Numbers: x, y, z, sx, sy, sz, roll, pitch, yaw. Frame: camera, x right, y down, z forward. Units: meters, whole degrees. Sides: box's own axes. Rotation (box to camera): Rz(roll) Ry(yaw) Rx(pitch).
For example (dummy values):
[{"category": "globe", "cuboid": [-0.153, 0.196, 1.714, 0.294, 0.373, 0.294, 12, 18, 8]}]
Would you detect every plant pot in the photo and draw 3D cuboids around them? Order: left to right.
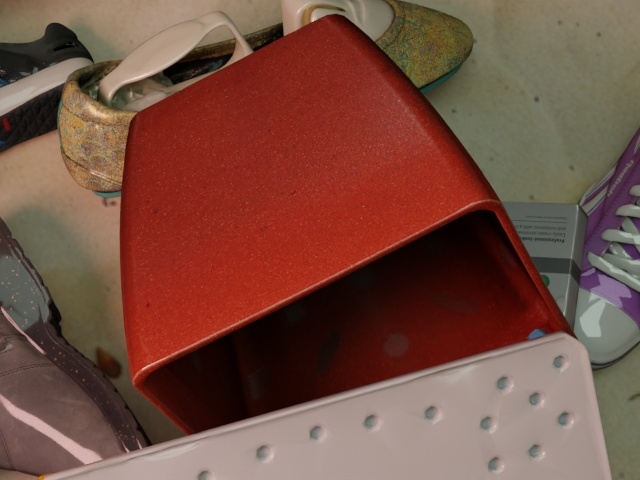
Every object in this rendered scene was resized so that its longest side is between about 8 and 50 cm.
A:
[{"category": "plant pot", "cuboid": [0.000, 0.000, 1.382, 0.267, 0.267, 0.235, -27, 57, 7]}]

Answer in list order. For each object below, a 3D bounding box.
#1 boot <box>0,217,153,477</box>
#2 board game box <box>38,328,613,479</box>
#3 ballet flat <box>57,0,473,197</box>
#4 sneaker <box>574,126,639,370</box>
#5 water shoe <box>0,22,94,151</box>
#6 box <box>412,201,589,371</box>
[{"category": "boot", "cuboid": [-0.257, 0.156, 1.416, 0.223, 0.118, 0.338, -33, 68, -10]}, {"category": "board game box", "cuboid": [0.030, 0.288, 1.339, 0.390, 0.050, 0.390, -15, 105, -10]}, {"category": "ballet flat", "cuboid": [-0.042, -0.138, 1.492, 0.349, 0.123, 0.123, -20, 77, -11]}, {"category": "sneaker", "cuboid": [0.265, -0.036, 1.485, 0.102, 0.161, 0.282, 28, 75, 1]}, {"category": "water shoe", "cuboid": [-0.277, -0.110, 1.511, 0.203, 0.073, 0.080, -19, 56, -15]}, {"category": "box", "cuboid": [0.124, 0.062, 1.476, 0.145, 0.038, 0.186, 3, 74, 23]}]
